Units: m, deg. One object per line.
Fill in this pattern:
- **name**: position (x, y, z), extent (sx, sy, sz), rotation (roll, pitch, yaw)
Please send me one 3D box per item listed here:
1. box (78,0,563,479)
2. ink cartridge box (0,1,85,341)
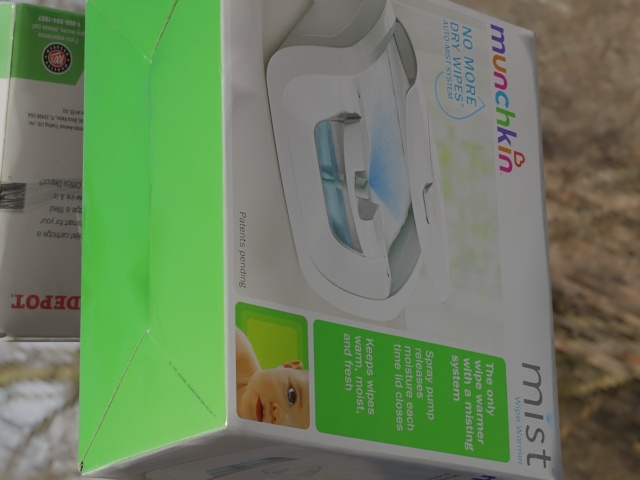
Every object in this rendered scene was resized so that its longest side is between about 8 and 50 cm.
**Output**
- **box**: position (0.000, 0.000, 1.001), extent (0.127, 0.231, 0.262), rotation (-22, 62, 46)
- **ink cartridge box**: position (-0.242, -0.059, 1.720), extent (0.211, 0.121, 0.289), rotation (5, -88, -49)
